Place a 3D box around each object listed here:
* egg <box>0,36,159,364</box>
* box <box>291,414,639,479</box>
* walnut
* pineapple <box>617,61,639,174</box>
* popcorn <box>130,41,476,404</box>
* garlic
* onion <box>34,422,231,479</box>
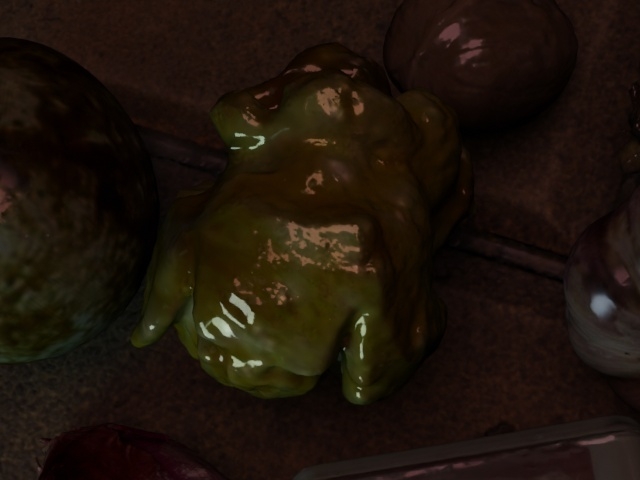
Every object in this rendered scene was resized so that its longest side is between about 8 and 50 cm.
[{"bbox_3d":[-0.249,-0.039,1.150,0.238,0.238,0.289,-11,52,8],"label":"egg"},{"bbox_3d":[0.119,0.245,1.031,0.312,0.175,0.182,-11,62,8],"label":"box"},{"bbox_3d":[0.130,-0.153,1.155,0.140,0.162,0.140,3,94,42],"label":"walnut"},{"bbox_3d":[0.315,-0.103,1.096,0.193,0.166,0.166,-30,70,3],"label":"pineapple"},{"bbox_3d":[-0.002,-0.005,1.061,0.226,0.276,0.276,18,73,-28],"label":"popcorn"},{"bbox_3d":[0.302,0.039,1.039,0.245,0.245,0.160,11,39,14],"label":"garlic"},{"bbox_3d":[-0.169,0.246,1.086,0.227,0.120,0.283,-49,56,9],"label":"onion"}]
